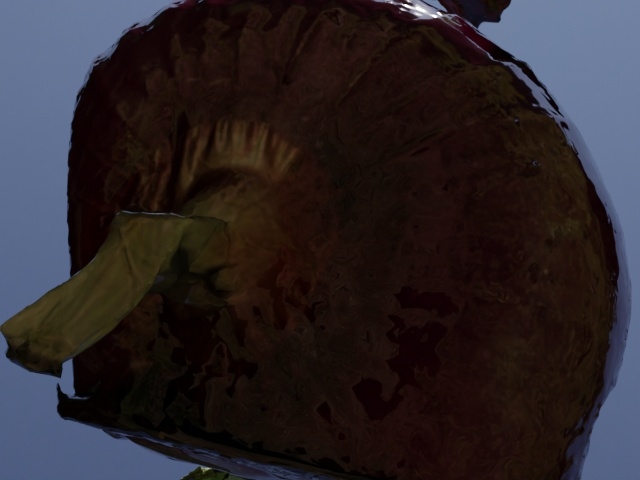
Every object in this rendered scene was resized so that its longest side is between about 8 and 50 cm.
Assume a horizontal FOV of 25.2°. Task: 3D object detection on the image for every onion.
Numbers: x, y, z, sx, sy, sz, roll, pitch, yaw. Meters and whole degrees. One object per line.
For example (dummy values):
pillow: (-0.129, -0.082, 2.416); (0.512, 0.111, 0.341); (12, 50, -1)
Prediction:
onion: (0.009, 0.001, 0.627); (0.256, 0.272, 0.230); (17, -108, -10)

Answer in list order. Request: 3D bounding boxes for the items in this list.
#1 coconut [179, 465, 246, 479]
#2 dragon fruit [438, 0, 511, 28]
coconut: (-0.075, 0.237, 1.167); (0.133, 0.158, 0.055); (-68, -153, 15)
dragon fruit: (0.105, -0.223, 1.137); (0.063, 0.131, 0.097); (-16, -126, -29)
